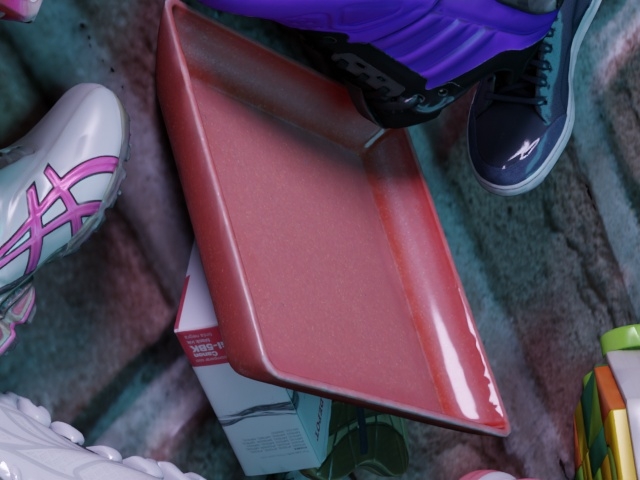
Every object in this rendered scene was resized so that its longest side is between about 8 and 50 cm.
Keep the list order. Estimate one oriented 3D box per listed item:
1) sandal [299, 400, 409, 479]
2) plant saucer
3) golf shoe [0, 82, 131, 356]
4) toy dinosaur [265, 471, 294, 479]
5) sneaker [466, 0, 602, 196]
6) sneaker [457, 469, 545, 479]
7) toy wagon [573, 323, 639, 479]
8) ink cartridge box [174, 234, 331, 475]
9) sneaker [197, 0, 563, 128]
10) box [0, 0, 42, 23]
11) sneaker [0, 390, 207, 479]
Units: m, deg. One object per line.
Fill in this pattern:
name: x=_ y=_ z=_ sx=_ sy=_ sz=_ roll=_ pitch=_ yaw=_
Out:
sandal: x=0.017 y=0.139 z=1.149 sx=0.180 sy=0.049 sz=0.072 roll=2 pitch=84 yaw=-62
plant saucer: x=0.000 y=0.000 z=1.004 sx=0.259 sy=0.047 sz=0.258 roll=20 pitch=46 yaw=-50
golf shoe: x=-0.171 y=-0.018 z=0.873 sx=0.186 sy=0.067 sz=0.086 roll=-59 pitch=136 yaw=-19
toy dinosaur: x=-0.045 y=0.214 z=1.095 sx=0.118 sy=0.064 sz=0.268 roll=-47 pitch=138 yaw=-7
sneaker: x=0.141 y=-0.161 z=1.172 sx=0.163 sy=0.086 sz=0.226 roll=48 pitch=54 yaw=-57
sneaker: x=0.136 y=0.305 z=1.225 sx=0.116 sy=0.136 sz=0.314 roll=54 pitch=45 yaw=-34
toy wagon: x=0.267 y=0.236 z=1.376 sx=0.344 sy=0.068 sz=0.267 roll=86 pitch=-1 yaw=-69
ink cartridge box: x=-0.040 y=0.071 z=1.030 sx=0.099 sy=0.056 sz=0.135 roll=-82 pitch=156 yaw=-51
sneaker: x=0.037 y=-0.138 z=1.038 sx=0.293 sy=0.102 sz=0.146 roll=-5 pitch=126 yaw=-31
box: x=-0.172 y=-0.248 z=0.761 sx=0.128 sy=0.122 sz=0.257 roll=27 pitch=80 yaw=-49
sneaker: x=-0.147 y=0.150 z=0.876 sx=0.292 sy=0.118 sz=0.110 roll=20 pitch=85 yaw=-30
